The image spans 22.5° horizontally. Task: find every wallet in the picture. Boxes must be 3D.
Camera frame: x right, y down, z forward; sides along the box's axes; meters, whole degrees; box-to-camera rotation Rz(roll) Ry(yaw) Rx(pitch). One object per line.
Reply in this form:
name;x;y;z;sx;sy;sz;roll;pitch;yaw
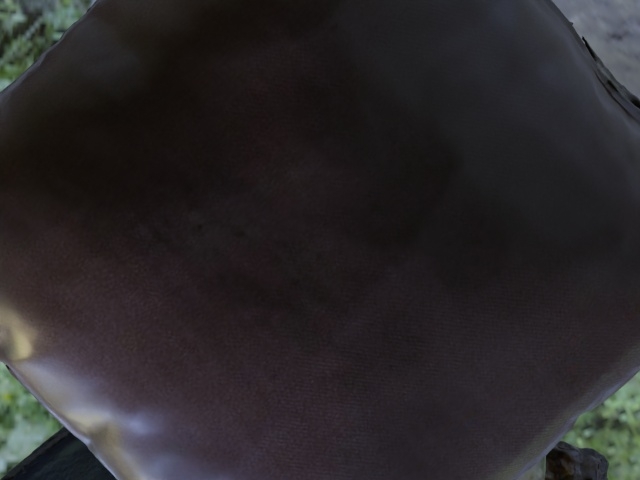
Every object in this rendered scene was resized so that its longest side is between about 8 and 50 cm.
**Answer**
wallet;-0.276;0.309;1.811;0.124;0.025;0.244;-41;139;-22

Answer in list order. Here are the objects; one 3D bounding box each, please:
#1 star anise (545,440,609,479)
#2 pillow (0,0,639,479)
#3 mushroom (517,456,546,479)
star anise;0.254;0.298;1.495;0.109;0.223;0.236;-21;113;26
pillow;0.000;0.000;0.708;0.305;0.108;0.308;-42;103;-1
mushroom;0.089;0.113;1.287;0.095;0.351;0.123;7;109;-19
